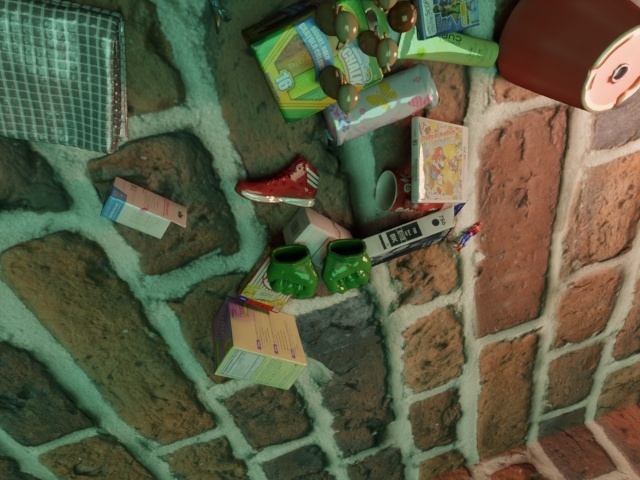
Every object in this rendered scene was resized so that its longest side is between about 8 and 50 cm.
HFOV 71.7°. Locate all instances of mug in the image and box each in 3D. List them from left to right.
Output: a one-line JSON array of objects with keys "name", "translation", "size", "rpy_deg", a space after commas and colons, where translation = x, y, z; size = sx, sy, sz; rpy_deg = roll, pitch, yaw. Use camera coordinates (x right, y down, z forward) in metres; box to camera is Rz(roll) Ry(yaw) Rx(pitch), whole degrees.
[{"name": "mug", "translation": [0.256, -0.114, 1.219], "size": [0.169, 0.150, 0.113], "rpy_deg": [2, 143, -23]}]

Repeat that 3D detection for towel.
[{"name": "towel", "translation": [-0.511, -0.315, 0.868], "size": [0.235, 0.121, 0.283], "rpy_deg": [3, 122, -17]}]

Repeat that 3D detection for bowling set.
[{"name": "bowling set", "translation": [0.089, -0.383, 0.755], "size": [0.200, 0.154, 0.287], "rpy_deg": [-16, 127, -6]}]

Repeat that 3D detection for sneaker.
[{"name": "sneaker", "translation": [-0.104, -0.162, 1.128], "size": [0.221, 0.087, 0.128], "rpy_deg": [3, 115, -32]}]

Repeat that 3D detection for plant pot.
[{"name": "plant pot", "translation": [0.590, -0.433, 1.001], "size": [0.275, 0.243, 0.274], "rpy_deg": [-15, 139, -14]}]

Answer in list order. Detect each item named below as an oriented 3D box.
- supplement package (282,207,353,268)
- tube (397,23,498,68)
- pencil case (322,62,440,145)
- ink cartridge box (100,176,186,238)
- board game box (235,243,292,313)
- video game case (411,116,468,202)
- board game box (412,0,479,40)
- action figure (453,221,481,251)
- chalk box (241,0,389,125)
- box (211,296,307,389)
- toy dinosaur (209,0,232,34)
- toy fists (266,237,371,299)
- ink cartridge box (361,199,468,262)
[{"name": "supplement package", "translation": [0.000, 0.000, 1.241], "size": [0.179, 0.105, 0.105], "rpy_deg": [28, 113, -30]}, {"name": "tube", "translation": [0.300, -0.457, 1.048], "size": [0.240, 0.070, 0.062], "rpy_deg": [6, 166, -13]}, {"name": "pencil case", "translation": [0.139, -0.324, 1.058], "size": [0.273, 0.124, 0.113], "rpy_deg": [-22, 87, -2]}, {"name": "ink cartridge box", "translation": [-0.422, -0.071, 1.069], "size": [0.181, 0.104, 0.061], "rpy_deg": [25, 114, -29]}, {"name": "board game box", "translation": [-0.140, 0.117, 1.317], "size": [0.147, 0.045, 0.193], "rpy_deg": [24, 114, -29]}, {"name": "video game case", "translation": [0.310, -0.199, 1.135], "size": [0.227, 0.026, 0.206], "rpy_deg": [-4, 96, -41]}, {"name": "board game box", "translation": [0.266, -0.555, 0.958], "size": [0.136, 0.035, 0.201], "rpy_deg": [-17, 114, -5]}, {"name": "action figure", "translation": [0.473, -0.015, 1.416], "size": [0.115, 0.030, 0.038], "rpy_deg": [-47, 129, 11]}, {"name": "chalk box", "translation": [0.010, -0.403, 0.922], "size": [0.289, 0.179, 0.180], "rpy_deg": [-27, 127, 3]}, {"name": "box", "translation": [-0.188, 0.308, 1.328], "size": [0.243, 0.213, 0.117], "rpy_deg": [23, 114, -28]}, {"name": "toy dinosaur", "translation": [-0.216, -0.479, 0.893], "size": [0.090, 0.047, 0.082], "rpy_deg": [-39, 107, 24]}, {"name": "toy fists", "translation": [-0.002, 0.084, 1.173], "size": [0.279, 0.096, 0.142], "rpy_deg": [-7, 133, -5]}, {"name": "ink cartridge box", "translation": [0.270, -0.011, 1.288], "size": [0.333, 0.065, 0.165], "rpy_deg": [-22, 165, -1]}]
